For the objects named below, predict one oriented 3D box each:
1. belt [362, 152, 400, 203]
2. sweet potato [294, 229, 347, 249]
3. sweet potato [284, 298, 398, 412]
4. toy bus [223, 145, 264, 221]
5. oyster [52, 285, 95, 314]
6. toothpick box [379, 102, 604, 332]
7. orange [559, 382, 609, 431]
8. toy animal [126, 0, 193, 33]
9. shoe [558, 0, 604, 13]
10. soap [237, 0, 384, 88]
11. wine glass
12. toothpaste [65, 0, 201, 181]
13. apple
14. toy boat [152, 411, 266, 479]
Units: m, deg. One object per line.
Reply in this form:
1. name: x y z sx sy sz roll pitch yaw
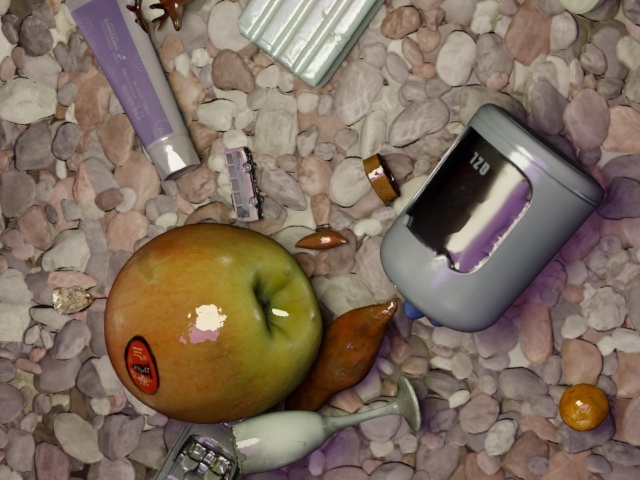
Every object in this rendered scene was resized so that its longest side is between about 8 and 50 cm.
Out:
1. belt: 0.101 -0.105 1.607 0.036 0.059 0.083 -25 105 16
2. sweet potato: 0.000 0.000 1.659 0.095 0.034 0.034 -5 98 12
3. sweet potato: 0.034 0.204 1.642 0.112 0.112 0.359 41 128 3
4. toy bus: -0.133 -0.097 1.667 0.052 0.037 0.131 -9 97 15
5. oyster: -0.458 0.110 1.779 0.083 0.019 0.054 -5 97 14
6. toothpick box: 0.254 -0.007 1.512 0.263 0.263 0.355 38 105 3
7. orange: 0.439 0.277 1.596 0.083 0.070 0.083 7 116 15
8. toy animal: -0.217 -0.439 1.531 0.259 0.087 0.244 14 139 27
9. shoe: 0.463 -0.524 1.438 0.131 0.160 0.363 38 129 35
10. soap: 0.010 -0.411 1.554 0.172 0.095 0.290 37 104 5
11. wine glass: 0.020 0.389 1.611 0.309 0.096 0.264 -13 107 -12
12. toothpaste: -0.318 -0.284 1.658 0.125 0.080 0.371 -27 88 15
13. apple: -0.167 0.138 1.558 0.305 0.338 0.339 -5 99 31
14. toy boat: -0.190 0.375 1.731 0.141 0.092 0.320 31 103 5
